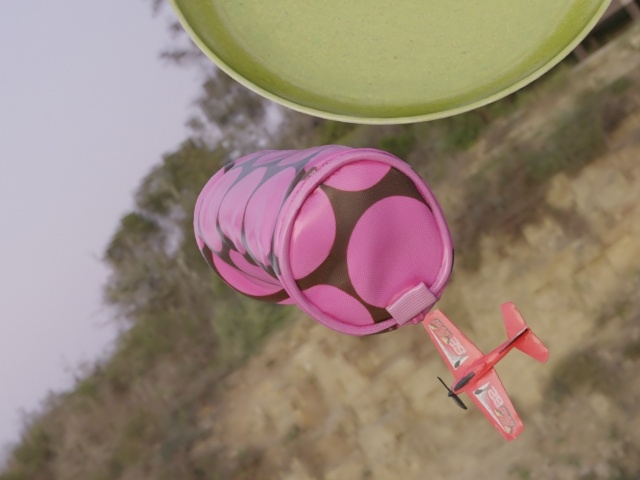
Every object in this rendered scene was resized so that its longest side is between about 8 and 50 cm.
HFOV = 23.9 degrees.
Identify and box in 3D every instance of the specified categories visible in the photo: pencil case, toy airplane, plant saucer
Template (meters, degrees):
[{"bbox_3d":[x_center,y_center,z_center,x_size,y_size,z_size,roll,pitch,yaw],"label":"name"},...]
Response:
[{"bbox_3d":[0.000,0.000,0.768,0.095,0.098,0.209,-29,9,-10],"label":"pencil case"},{"bbox_3d":[0.164,0.114,1.465,0.028,0.151,0.151,-24,-11,-42],"label":"toy airplane"},{"bbox_3d":[0.037,-0.161,0.759,0.241,0.241,0.037,-32,-21,-5],"label":"plant saucer"}]
